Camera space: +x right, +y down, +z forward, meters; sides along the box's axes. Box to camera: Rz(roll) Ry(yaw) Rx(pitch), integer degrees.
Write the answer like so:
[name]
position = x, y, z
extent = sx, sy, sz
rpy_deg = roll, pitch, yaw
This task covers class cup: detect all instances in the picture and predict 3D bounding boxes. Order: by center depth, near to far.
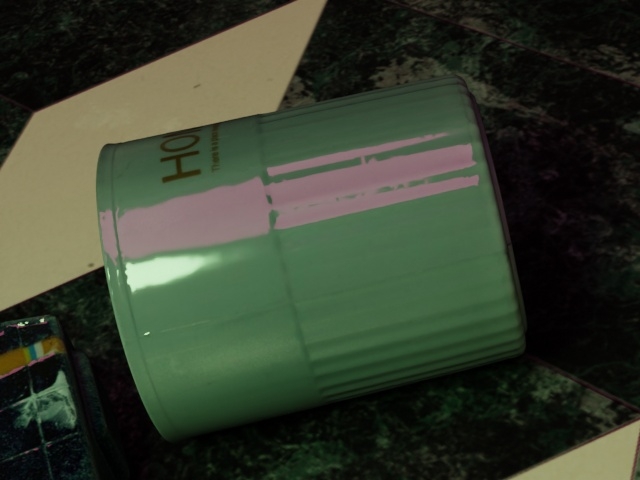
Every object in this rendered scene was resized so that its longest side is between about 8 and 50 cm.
[cup]
position = 0.004, 0.019, 1.410
extent = 0.311, 0.331, 0.257
rpy_deg = -13, 76, 5

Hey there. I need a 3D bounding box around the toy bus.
[toy bus]
position = -0.245, 0.225, 1.313
extent = 0.194, 0.162, 0.323
rpy_deg = -21, 43, -2
